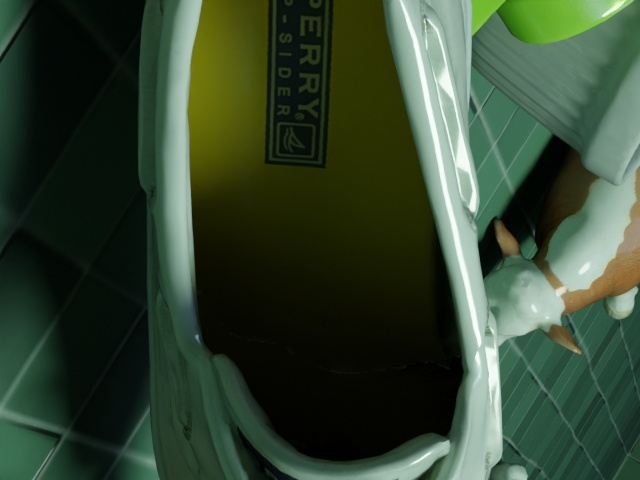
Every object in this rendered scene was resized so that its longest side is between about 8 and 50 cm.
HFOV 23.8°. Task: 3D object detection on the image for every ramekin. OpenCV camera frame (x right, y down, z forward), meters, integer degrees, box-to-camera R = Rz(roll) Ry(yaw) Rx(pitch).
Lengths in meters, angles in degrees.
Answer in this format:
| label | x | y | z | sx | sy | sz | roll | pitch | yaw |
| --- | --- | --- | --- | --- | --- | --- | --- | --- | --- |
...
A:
| label | x | y | z | sx | sy | sz | roll | pitch | yaw |
| --- | --- | --- | --- | --- | --- | --- | --- | --- | --- |
| ramekin | 0.152 | -0.139 | 0.714 | 0.207 | 0.109 | 0.207 | -53 | 168 | -16 |

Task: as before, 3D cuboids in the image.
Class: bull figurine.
| label | x | y | z | sx | sy | sz | roll | pitch | yaw |
| --- | --- | --- | --- | --- | --- | --- | --- | --- | --- |
| bull figurine | 0.211 | -0.039 | 1.063 | 0.310 | 0.101 | 0.188 | -57 | 165 | -1 |

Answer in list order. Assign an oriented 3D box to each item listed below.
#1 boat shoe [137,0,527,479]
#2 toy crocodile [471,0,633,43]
| label | x | y | z | sx | sy | sz | roll | pitch | yaw |
| --- | --- | --- | --- | --- | --- | --- | --- | --- | --- |
| boat shoe | 0.003 | 0.054 | 0.476 | 0.156 | 0.136 | 0.367 | -82 | 174 | -56 |
| toy crocodile | 0.093 | -0.179 | 0.568 | 0.115 | 0.105 | 0.340 | 49 | 67 | -27 |
